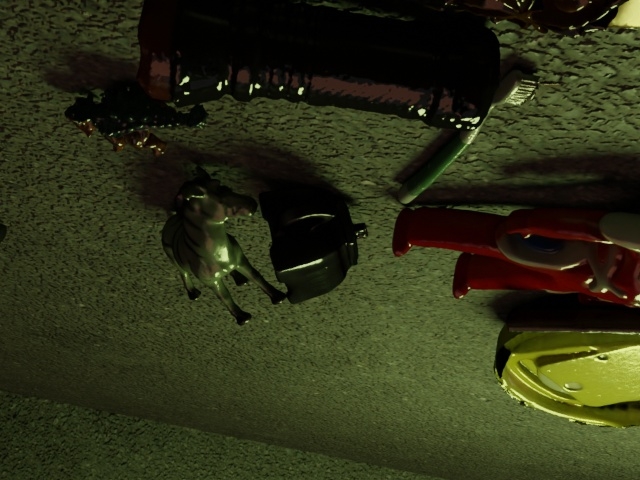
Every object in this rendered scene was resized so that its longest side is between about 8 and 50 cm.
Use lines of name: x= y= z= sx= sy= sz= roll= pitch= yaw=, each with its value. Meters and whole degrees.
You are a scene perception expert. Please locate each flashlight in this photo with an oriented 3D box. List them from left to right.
flashlight: x=0.000 y=-0.122 z=0.655 sx=0.231 sy=0.093 sz=0.093 roll=7 pitch=161 yaw=-6

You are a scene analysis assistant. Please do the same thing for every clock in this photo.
clock: x=0.359 y=0.141 z=1.222 sx=0.293 sy=0.071 sz=0.277 roll=-16 pitch=137 yaw=36

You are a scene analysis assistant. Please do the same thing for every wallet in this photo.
wallet: x=0.328 y=0.071 z=1.013 sx=0.255 sy=0.031 sz=0.137 roll=-2 pitch=-168 yaw=31

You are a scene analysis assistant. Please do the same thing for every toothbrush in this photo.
toothbrush: x=0.111 y=-0.078 z=0.814 sx=0.024 sy=0.018 sz=0.257 roll=8 pitch=161 yaw=-14

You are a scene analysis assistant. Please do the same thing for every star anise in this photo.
star anise: x=0.118 y=-0.149 z=0.519 sx=0.097 sy=0.070 sz=0.190 roll=23 pitch=180 yaw=-1

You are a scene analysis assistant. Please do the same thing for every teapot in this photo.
teapot: x=0.000 y=0.000 z=1.000 sx=0.096 sy=0.087 sz=0.177 roll=-13 pitch=159 yaw=3

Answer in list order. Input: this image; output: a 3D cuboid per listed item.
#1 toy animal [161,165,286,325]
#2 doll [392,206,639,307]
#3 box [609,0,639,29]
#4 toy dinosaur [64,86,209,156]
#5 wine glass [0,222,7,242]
toy animal: x=-0.121 y=0.002 z=1.047 sx=0.217 sy=0.073 sz=0.176 roll=12 pitch=138 yaw=60
doll: x=0.260 y=0.017 z=0.905 sx=0.383 sy=0.099 sz=0.188 roll=-2 pitch=158 yaw=40
box: x=0.283 y=-0.145 z=0.514 sx=0.247 sy=0.033 sz=0.129 roll=7 pitch=161 yaw=9
toy dinosaur: x=-0.153 y=-0.103 z=0.832 sx=0.154 sy=0.049 sz=0.055 roll=4 pitch=157 yaw=32
wine glass: x=-0.428 y=-0.021 z=1.220 sx=0.042 sy=0.039 sz=0.083 roll=-3 pitch=153 yaw=38
